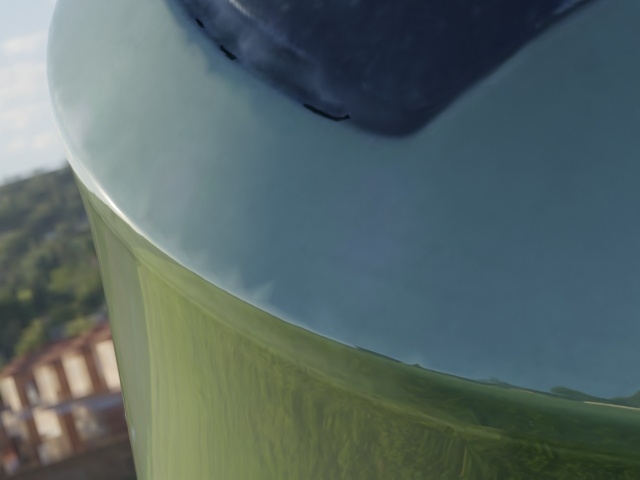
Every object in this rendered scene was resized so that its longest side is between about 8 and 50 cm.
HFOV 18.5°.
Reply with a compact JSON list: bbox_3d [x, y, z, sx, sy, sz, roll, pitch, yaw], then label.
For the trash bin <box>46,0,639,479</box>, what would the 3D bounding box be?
[{"bbox_3d":[0.088,0.073,0.494,0.280,0.432,0.280,-2,35,1],"label":"trash bin"}]
